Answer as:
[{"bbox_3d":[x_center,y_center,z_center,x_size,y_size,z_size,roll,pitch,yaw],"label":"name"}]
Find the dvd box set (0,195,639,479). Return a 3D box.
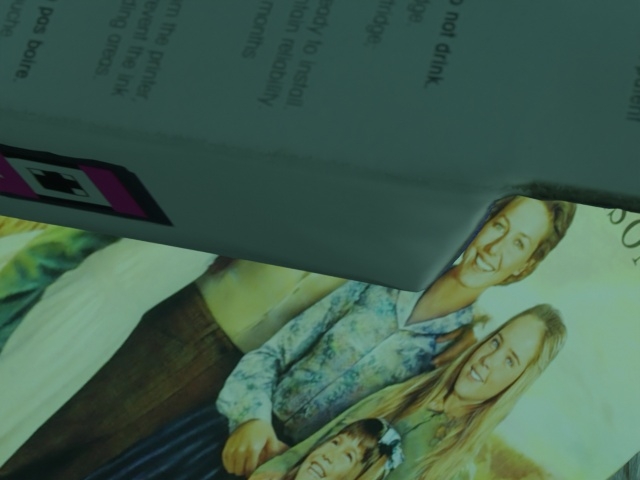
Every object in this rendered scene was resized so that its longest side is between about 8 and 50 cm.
[{"bbox_3d":[0.000,0.000,0.601,0.420,0.062,0.307,-38,133,-3],"label":"dvd box set"}]

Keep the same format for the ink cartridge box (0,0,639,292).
[{"bbox_3d":[-0.057,-0.095,0.414,0.069,0.371,0.176,58,46,-60],"label":"ink cartridge box"}]
